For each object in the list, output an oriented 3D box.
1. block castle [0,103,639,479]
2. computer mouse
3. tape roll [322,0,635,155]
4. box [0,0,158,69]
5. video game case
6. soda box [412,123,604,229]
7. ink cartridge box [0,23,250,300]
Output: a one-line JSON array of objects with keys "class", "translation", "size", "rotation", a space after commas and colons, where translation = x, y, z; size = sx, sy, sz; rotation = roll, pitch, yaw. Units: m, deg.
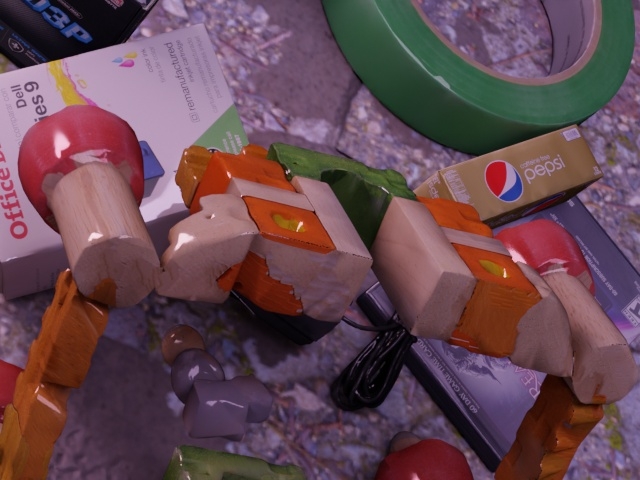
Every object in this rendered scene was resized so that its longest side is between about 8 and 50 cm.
[{"class": "block castle", "translation": [-0.029, 0.089, 1.200], "size": [0.453, 0.303, 0.213], "rotation": [13, 25, -24]}, {"class": "computer mouse", "translation": [0.000, 0.000, 1.379], "size": [0.262, 0.060, 0.184], "rotation": [41, 74, -7]}, {"class": "tape roll", "translation": [0.156, -0.239, 1.611], "size": [0.321, 0.077, 0.321], "rotation": [13, 61, -25]}, {"class": "box", "translation": [-0.241, -0.225, 1.310], "size": [0.220, 0.175, 0.051], "rotation": [40, 54, -9]}, {"class": "video game case", "translation": [0.181, 0.058, 1.513], "size": [0.274, 0.026, 0.196], "rotation": [-37, 88, -38]}, {"class": "soda box", "translation": [0.169, -0.049, 1.504], "size": [0.181, 0.061, 0.058], "rotation": [-19, 77, -36]}, {"class": "ink cartridge box", "translation": [-0.168, -0.061, 1.285], "size": [0.212, 0.093, 0.154], "rotation": [-16, 72, -13]}]
